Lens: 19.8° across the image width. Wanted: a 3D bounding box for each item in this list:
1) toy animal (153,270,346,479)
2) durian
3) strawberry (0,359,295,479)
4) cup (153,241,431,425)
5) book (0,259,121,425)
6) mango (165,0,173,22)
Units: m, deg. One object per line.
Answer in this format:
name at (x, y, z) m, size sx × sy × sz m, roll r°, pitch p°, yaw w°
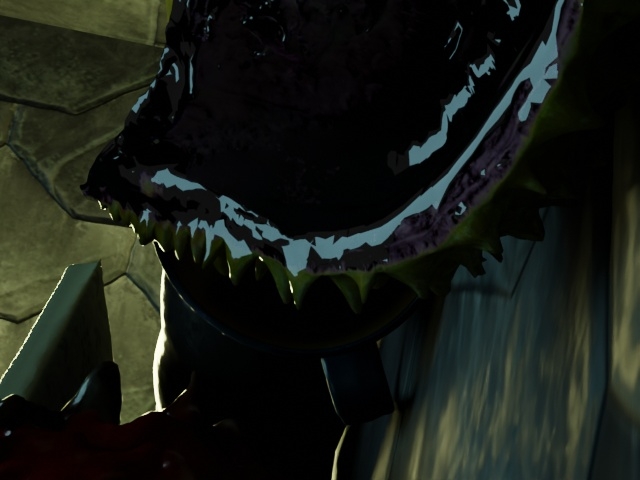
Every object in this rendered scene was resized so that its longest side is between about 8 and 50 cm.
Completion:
toy animal at (-0.041, 0.119, 0.996) m, size 0.168 × 0.106 × 0.343 m, roll -101°, pitch 15°, yaw -63°
durian at (0.039, -0.058, 0.433) m, size 0.108 × 0.119 × 0.186 m, roll -18°, pitch -38°, yaw -49°
strawberry at (-0.058, 0.190, 0.698) m, size 0.280 × 0.150 × 0.253 m, roll -87°, pitch -9°, yaw -52°
cup at (-0.010, -0.004, 0.734) m, size 0.138 × 0.113 × 0.150 m, roll -91°, pitch 14°, yaw -85°
book at (-0.132, 0.196, 0.826) m, size 0.379 × 0.031 × 0.264 m, roll -77°, pitch -17°, yaw -68°
mango at (-0.014, -0.188, 0.994) m, size 0.176 × 0.119 × 0.317 m, roll 55°, pitch 142°, yaw 19°
